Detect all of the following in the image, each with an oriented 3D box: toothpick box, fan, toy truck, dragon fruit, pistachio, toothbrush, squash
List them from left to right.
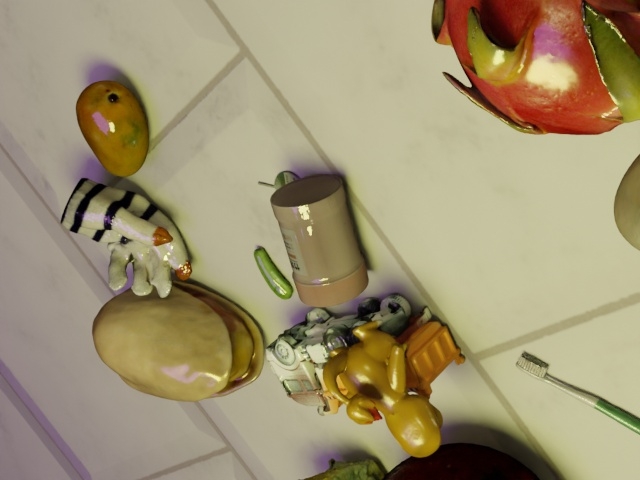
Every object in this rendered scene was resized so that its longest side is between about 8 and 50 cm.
[{"bbox_3d":[-0.233,0.160,1.542,0.299,0.187,0.187,9,125,31],"label":"pistachio"},{"bbox_3d":[-0.072,0.050,1.420,0.089,0.027,0.027,54,140,-2],"label":"squash"},{"bbox_3d":[-0.048,-0.065,1.325,0.080,0.003,0.060,-18,106,47],"label":"fan"},{"bbox_3d":[0.000,0.000,1.257,0.098,0.098,0.148,7,123,39],"label":"toothpick box"},{"bbox_3d":[0.053,0.160,1.326,0.270,0.114,0.135,-14,105,45],"label":"toy truck"},{"bbox_3d":[0.207,-0.200,0.832,0.227,0.224,0.224,32,140,-8],"label":"dragon fruit"},{"bbox_3d":[0.351,0.207,1.157,0.257,0.018,0.024,30,130,23],"label":"toothbrush"}]

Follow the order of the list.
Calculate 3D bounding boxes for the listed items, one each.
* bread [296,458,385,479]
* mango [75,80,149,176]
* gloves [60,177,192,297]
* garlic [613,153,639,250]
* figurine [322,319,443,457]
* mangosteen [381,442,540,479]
[{"bbox_3d":[0.060,0.458,1.491,0.124,0.186,0.257,-17,114,43],"label":"bread"},{"bbox_3d":[-0.302,-0.161,1.423,0.111,0.089,0.163,24,144,43],"label":"mango"},{"bbox_3d":[-0.299,-0.008,1.521,0.219,0.131,0.140,27,122,-9],"label":"gloves"},{"bbox_3d":[0.387,-0.083,0.817,0.246,0.231,0.340,10,164,-19],"label":"garlic"},{"bbox_3d":[0.075,0.193,1.164,0.176,0.122,0.121,47,125,10],"label":"figurine"},{"bbox_3d":[0.184,0.422,1.277,0.297,0.297,0.293,34,167,18],"label":"mangosteen"}]
